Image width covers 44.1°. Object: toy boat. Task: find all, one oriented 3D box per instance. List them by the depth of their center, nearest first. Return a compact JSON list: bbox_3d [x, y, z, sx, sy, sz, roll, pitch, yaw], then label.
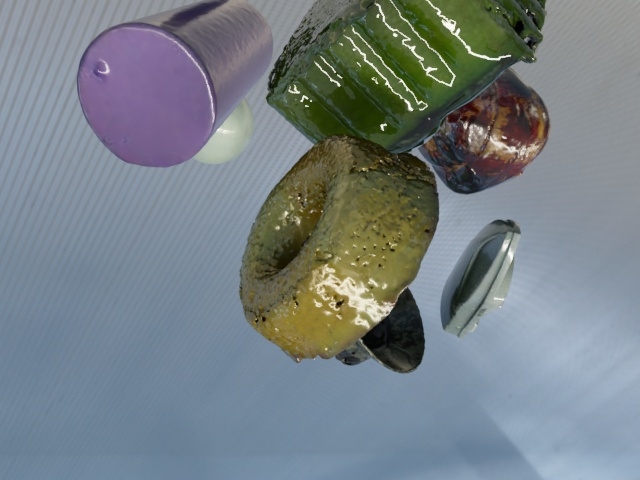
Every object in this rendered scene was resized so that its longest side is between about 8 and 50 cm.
[{"bbox_3d":[0.269,0.054,1.285,0.092,0.141,0.319,16,156,3],"label":"toy boat"}]

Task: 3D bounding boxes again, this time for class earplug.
[{"bbox_3d":[-0.202,-0.294,1.320,0.215,0.456,0.215,6,116,12],"label":"earplug"}]

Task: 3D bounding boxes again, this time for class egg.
[{"bbox_3d":[-0.239,-0.262,1.760,0.183,0.264,0.182,-1,95,-8],"label":"egg"}]

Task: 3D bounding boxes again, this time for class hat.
[{"bbox_3d":[0.058,0.135,1.341,0.128,0.265,0.265,-37,138,25],"label":"hat"}]

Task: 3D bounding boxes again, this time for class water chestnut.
[{"bbox_3d":[0.311,-0.232,1.537,0.244,0.289,0.289,-51,143,-14],"label":"water chestnut"}]

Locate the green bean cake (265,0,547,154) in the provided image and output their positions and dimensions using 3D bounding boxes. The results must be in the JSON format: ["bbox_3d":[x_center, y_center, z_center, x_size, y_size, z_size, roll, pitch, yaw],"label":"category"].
[{"bbox_3d":[0.117,-0.276,1.057,0.218,0.335,0.319,42,133,-18],"label":"green bean cake"}]

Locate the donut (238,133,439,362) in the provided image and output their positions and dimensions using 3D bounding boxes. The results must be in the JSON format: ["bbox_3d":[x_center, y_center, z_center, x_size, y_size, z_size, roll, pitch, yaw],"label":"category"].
[{"bbox_3d":[0.000,0.000,0.874,0.107,0.272,0.272,32,120,-24],"label":"donut"}]
